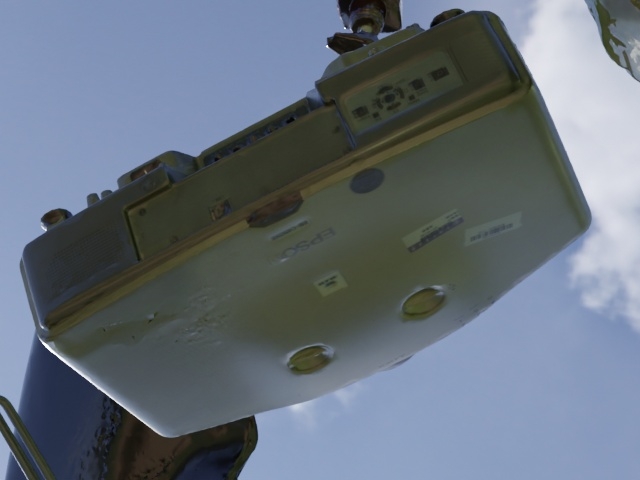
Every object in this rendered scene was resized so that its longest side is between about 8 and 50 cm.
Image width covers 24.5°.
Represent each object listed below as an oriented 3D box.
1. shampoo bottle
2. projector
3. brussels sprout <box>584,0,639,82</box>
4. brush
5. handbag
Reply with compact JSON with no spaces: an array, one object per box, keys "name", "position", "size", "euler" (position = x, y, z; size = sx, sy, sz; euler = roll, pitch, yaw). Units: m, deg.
[{"name":"shampoo bottle","position":[0.047,-0.250,1.401],"size":[0.068,0.236,0.067],"euler":[5,-45,1]},{"name":"projector","position":[0.000,0.000,0.774],"size":[0.269,0.088,0.193],"euler":[-27,-35,7]},{"name":"brussels sprout","position":[0.177,-0.140,0.656],"size":[0.155,0.155,0.117],"euler":[-53,-52,-9]},{"name":"brush","position":[-0.175,0.226,1.099],"size":[0.027,0.062,0.266],"euler":[-34,-85,-52]},{"name":"handbag","position":[-0.143,0.159,1.300],"size":[0.152,0.288,0.342],"euler":[13,-96,-40]}]
